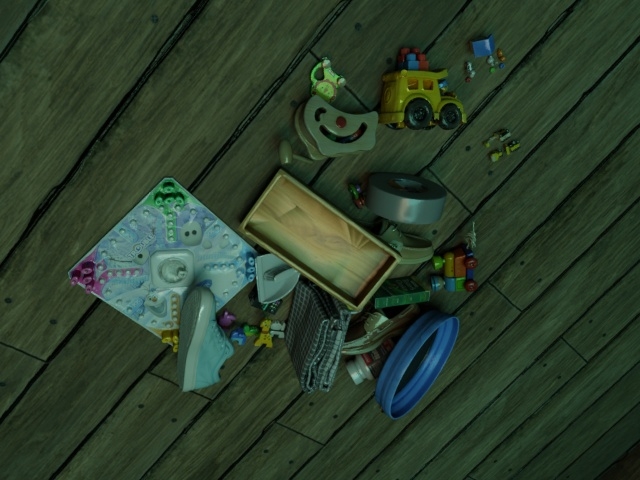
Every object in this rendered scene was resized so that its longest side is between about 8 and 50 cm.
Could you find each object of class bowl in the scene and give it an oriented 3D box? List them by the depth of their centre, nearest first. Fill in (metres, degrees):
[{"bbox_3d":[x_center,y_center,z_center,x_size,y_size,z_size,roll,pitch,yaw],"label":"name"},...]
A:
[{"bbox_3d":[0.318,0.401,1.693,0.391,0.077,0.391,-35,142,-33],"label":"bowl"}]

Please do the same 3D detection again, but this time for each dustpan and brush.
[{"bbox_3d":[-0.089,0.091,1.507,0.211,0.060,0.148,-22,115,-46],"label":"dustpan and brush"}]

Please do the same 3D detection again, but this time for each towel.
[{"bbox_3d":[-0.019,0.273,1.533,0.121,0.235,0.284,5,115,-19],"label":"towel"}]

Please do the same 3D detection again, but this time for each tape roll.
[{"bbox_3d":[0.234,-0.120,1.423,0.219,0.219,0.072,1,115,-18],"label":"tape roll"}]

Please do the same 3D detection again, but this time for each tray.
[{"bbox_3d":[0.000,0.000,1.423,0.410,0.076,0.203,35,102,-10],"label":"tray"}]

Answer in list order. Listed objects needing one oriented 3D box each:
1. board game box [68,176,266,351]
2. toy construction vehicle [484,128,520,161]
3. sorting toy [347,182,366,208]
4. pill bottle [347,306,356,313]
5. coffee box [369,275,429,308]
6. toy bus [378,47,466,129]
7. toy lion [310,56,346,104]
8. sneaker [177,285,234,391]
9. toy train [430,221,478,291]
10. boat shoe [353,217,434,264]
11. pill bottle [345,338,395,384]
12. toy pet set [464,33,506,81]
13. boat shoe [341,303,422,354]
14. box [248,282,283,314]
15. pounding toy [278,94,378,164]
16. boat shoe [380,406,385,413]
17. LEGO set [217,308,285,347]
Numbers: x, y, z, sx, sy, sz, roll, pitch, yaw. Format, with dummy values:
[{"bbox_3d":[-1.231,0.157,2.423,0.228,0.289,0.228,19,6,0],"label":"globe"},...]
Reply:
[{"bbox_3d":[-0.408,0.085,1.421,0.390,0.050,0.390,-42,120,6],"label":"board game box"},{"bbox_3d":[0.546,-0.291,1.549,0.098,0.035,0.086,-34,132,4],"label":"toy construction vehicle"},{"bbox_3d":[0.110,-0.136,1.469,0.042,0.061,0.102,-28,144,-3],"label":"sorting toy"},{"bbox_3d":[0.101,0.123,1.571,0.103,0.103,0.184,5,114,-20],"label":"pill bottle"},{"bbox_3d":[0.240,0.161,1.631,0.184,0.113,0.041,-5,114,-14],"label":"coffee box"},{"bbox_3d":[0.269,-0.397,1.354,0.220,0.149,0.212,-2,101,-19],"label":"toy bus"},{"bbox_3d":[0.010,-0.404,1.321,0.096,0.034,0.100,-40,121,13],"label":"toy lion"},{"bbox_3d":[-0.314,0.272,1.452,0.150,0.135,0.366,-3,129,-29],"label":"sneaker"},{"bbox_3d":[0.421,0.056,1.649,0.143,0.105,0.248,-8,119,2],"label":"toy train"},{"bbox_3d":[0.191,-0.006,1.524,0.340,0.122,0.110,5,115,-18],"label":"boat shoe"},{"bbox_3d":[0.179,0.408,1.736,0.180,0.108,0.108,-30,121,-2],"label":"pill bottle"},{"bbox_3d":[0.455,-0.497,1.393,0.122,0.065,0.114,-25,121,-5],"label":"toy pet set"},{"bbox_3d":[0.178,0.266,1.667,0.324,0.123,0.117,-20,117,-18],"label":"boat shoe"},{"bbox_3d":[-0.164,0.175,1.536,0.083,0.062,0.052,25,105,-27],"label":"box"},{"bbox_3d":[0.004,-0.289,1.349,0.269,0.154,0.154,-12,94,-24],"label":"pounding toy"},{"bbox_3d":[0.249,0.563,1.862,0.060,0.064,0.178,-10,121,-15],"label":"boat shoe"},{"bbox_3d":[-0.198,0.261,1.555,0.227,0.087,0.093,10,113,-23],"label":"LEGO set"}]
